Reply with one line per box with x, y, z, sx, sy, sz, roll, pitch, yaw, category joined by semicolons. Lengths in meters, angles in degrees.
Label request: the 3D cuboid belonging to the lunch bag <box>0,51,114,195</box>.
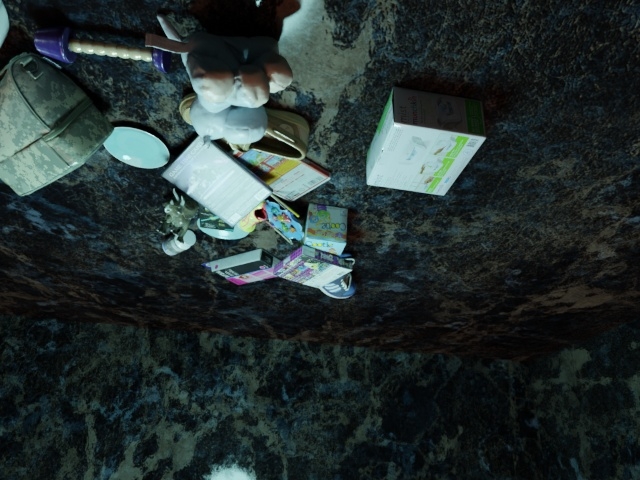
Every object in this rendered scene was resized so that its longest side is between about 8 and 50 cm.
-0.721;-0.293;1.143;0.305;0.213;0.256;-15;130;27;lunch bag

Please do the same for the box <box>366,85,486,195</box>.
0.260;-0.245;1.194;0.231;0.127;0.262;7;153;-5;box

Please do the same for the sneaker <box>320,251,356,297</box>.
0.091;0.147;1.965;0.322;0.130;0.236;29;148;-30;sneaker

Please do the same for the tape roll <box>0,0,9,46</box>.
-0.807;-0.473;0.924;0.286;0.100;0.286;4;153;2;tape roll

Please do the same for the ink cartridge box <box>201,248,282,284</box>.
-0.353;0.128;2.070;0.370;0.069;0.175;-12;149;32;ink cartridge box

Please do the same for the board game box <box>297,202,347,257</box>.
0.000;0.000;1.683;0.144;0.142;0.275;8;153;-8;board game box

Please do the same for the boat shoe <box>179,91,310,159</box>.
-0.194;-0.291;1.181;0.341;0.110;0.122;9;152;-11;boat shoe

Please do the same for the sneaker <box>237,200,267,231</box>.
-0.229;-0.084;1.570;0.094;0.081;0.208;31;148;9;sneaker

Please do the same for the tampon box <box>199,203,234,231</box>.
-0.341;-0.117;1.546;0.120;0.102;0.161;9;152;-9;tampon box

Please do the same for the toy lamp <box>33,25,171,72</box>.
-0.477;-0.420;1.006;0.274;0.080;0.080;6;153;-3;toy lamp

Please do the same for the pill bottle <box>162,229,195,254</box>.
-0.567;0.007;1.840;0.137;0.078;0.078;-20;144;38;pill bottle

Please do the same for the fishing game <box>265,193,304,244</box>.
-0.134;-0.061;1.590;0.189;0.041;0.264;41;159;4;fishing game

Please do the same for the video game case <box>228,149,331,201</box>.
-0.139;-0.218;1.408;0.285;0.025;0.204;25;146;-35;video game case

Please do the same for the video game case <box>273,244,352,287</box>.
-0.031;0.102;1.682;0.210;0.042;0.232;18;150;-25;video game case

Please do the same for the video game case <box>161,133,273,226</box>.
-0.309;-0.175;1.383;0.196;0.026;0.274;-37;120;26;video game case

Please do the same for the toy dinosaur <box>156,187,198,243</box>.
-0.460;-0.095;1.505;0.121;0.160;0.313;32;-174;-20;toy dinosaur

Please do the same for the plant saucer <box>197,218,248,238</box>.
-0.361;-0.065;1.719;0.194;0.038;0.195;3;153;2;plant saucer

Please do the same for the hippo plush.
-0.217;-0.300;0.987;0.294;0.234;0.237;6;136;-9;hippo plush

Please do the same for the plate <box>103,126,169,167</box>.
-0.539;-0.277;1.348;0.188;0.024;0.188;3;152;1;plate
